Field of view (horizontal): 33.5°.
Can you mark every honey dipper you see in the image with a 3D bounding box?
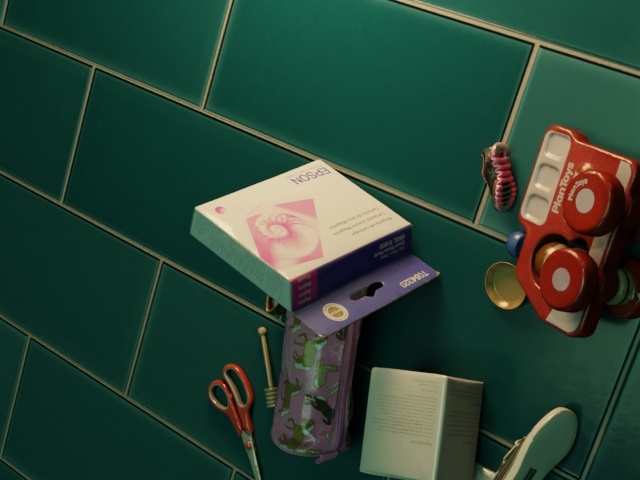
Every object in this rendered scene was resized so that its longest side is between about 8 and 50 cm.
[{"bbox_3d":[-0.104,0.252,2.124,0.030,0.030,0.160,-13,82,34],"label":"honey dipper"}]

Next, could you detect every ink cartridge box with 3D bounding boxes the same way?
[{"bbox_3d":[0.000,0.000,1.861,0.330,0.324,0.071,35,129,28],"label":"ink cartridge box"}]

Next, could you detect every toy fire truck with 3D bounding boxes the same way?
[{"bbox_3d":[0.410,-0.013,1.700,0.254,0.169,0.302,36,115,55],"label":"toy fire truck"}]

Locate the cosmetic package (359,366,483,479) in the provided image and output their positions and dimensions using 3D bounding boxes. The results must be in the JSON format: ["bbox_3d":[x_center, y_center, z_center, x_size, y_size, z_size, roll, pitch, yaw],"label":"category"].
[{"bbox_3d":[0.177,0.322,1.841,0.151,0.151,0.183,3,80,34],"label":"cosmetic package"}]

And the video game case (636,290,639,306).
[{"bbox_3d":[0.636,0.158,1.559,0.275,0.035,0.248,-17,83,15],"label":"video game case"}]

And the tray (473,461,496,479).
[{"bbox_3d":[0.266,0.468,1.880,0.270,0.030,0.145,25,107,31],"label":"tray"}]

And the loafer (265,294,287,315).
[{"bbox_3d":[-0.069,0.066,2.068,0.062,0.061,0.170,11,98,34],"label":"loafer"}]

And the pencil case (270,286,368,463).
[{"bbox_3d":[0.004,0.208,1.972,0.160,0.167,0.386,9,99,3],"label":"pencil case"}]

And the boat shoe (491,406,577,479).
[{"bbox_3d":[0.347,0.366,1.789,0.219,0.078,0.070,-56,23,5],"label":"boat shoe"}]

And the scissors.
[{"bbox_3d":[-0.144,0.396,2.160,0.109,0.021,0.297,-36,71,28],"label":"scissors"}]

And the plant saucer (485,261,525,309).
[{"bbox_3d":[0.321,0.076,1.824,0.083,0.015,0.083,14,110,42],"label":"plant saucer"}]

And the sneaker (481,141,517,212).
[{"bbox_3d":[0.301,-0.107,1.826,0.057,0.047,0.119,-5,89,56],"label":"sneaker"}]
